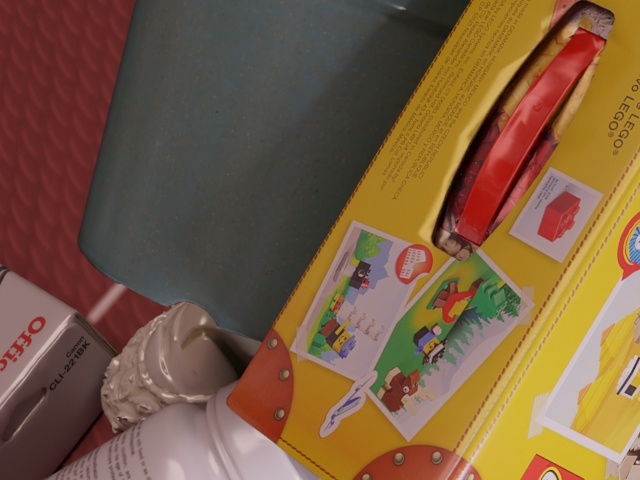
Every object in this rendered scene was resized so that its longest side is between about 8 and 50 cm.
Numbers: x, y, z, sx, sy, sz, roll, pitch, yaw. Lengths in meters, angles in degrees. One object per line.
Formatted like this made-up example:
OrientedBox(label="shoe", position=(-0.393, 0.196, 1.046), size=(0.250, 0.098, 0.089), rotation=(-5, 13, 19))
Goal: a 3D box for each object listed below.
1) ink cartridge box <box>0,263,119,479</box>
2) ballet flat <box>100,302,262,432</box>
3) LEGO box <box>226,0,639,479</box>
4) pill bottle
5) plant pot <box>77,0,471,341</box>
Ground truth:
OrientedBox(label="ink cartridge box", position=(-0.339, 0.119, 1.819), size=(0.273, 0.114, 0.197), rotation=(27, 73, 41))
OrientedBox(label="ballet flat", position=(-0.029, 0.079, 1.657), size=(0.409, 0.147, 0.147), rotation=(-9, 54, 26))
OrientedBox(label="LEGO box", position=(0.224, -0.010, 1.342), size=(0.193, 0.372, 0.500), rotation=(32, 91, 40))
OrientedBox(label="pill bottle", position=(-0.132, 0.230, 1.579), size=(0.283, 0.160, 0.160), rotation=(-32, 48, 12))
OrientedBox(label="plant pot", position=(-0.008, -0.108, 1.444), size=(0.341, 0.341, 0.334), rotation=(26, 101, 40))
